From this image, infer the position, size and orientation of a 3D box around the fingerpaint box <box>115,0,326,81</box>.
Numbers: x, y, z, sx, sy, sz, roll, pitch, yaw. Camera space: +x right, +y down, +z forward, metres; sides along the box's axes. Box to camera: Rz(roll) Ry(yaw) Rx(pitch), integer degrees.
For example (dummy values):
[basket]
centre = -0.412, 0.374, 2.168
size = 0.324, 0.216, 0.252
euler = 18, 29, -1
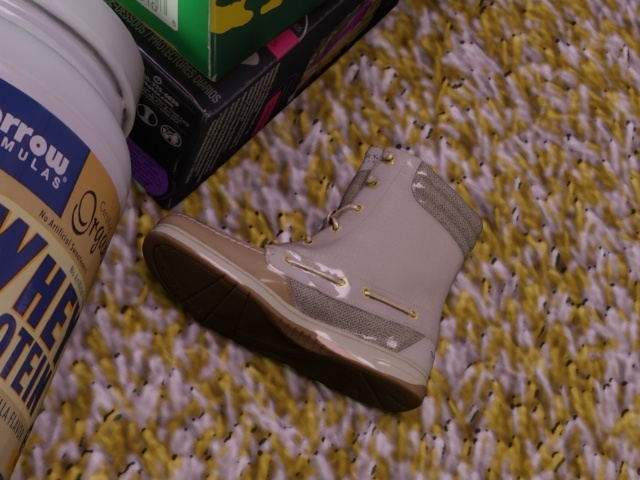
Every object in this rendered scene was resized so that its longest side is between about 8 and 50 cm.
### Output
[fingerpaint box]
centre = -0.090, -0.368, 0.927
size = 0.445, 0.163, 0.371
euler = 40, 61, 20

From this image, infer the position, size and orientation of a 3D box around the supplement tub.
[supplement tub]
centre = -0.242, 0.001, 0.816
size = 0.228, 0.228, 0.316
euler = 23, 62, -8

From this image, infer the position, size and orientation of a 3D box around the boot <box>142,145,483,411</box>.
[boot]
centre = 0.000, 0.000, 0.985
size = 0.213, 0.077, 0.165
euler = 29, 62, -10

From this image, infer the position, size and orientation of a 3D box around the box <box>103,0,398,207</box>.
[box]
centre = -0.060, -0.181, 1.006
size = 0.165, 0.143, 0.270
euler = 42, 61, 4
